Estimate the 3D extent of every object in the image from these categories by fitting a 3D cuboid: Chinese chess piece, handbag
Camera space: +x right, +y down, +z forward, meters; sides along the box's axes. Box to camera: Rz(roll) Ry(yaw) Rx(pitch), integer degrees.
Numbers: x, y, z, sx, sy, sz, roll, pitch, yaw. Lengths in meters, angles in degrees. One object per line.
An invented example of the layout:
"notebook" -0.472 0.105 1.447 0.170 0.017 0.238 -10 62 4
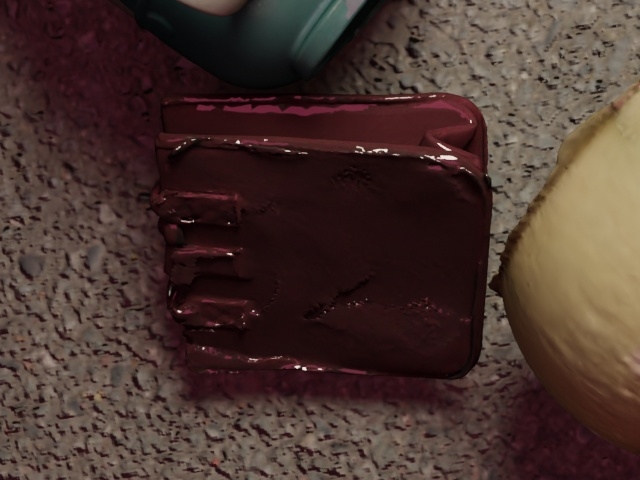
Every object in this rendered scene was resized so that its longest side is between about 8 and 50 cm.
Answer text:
"Chinese chess piece" 0.253 -0.028 0.893 0.338 0.338 0.140 -43 74 8
"handbag" 0.001 -0.002 1.007 0.216 0.074 0.203 2 133 7

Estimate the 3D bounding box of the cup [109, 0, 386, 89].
"cup" -0.070 -0.217 0.918 0.257 0.290 0.219 39 115 -1
